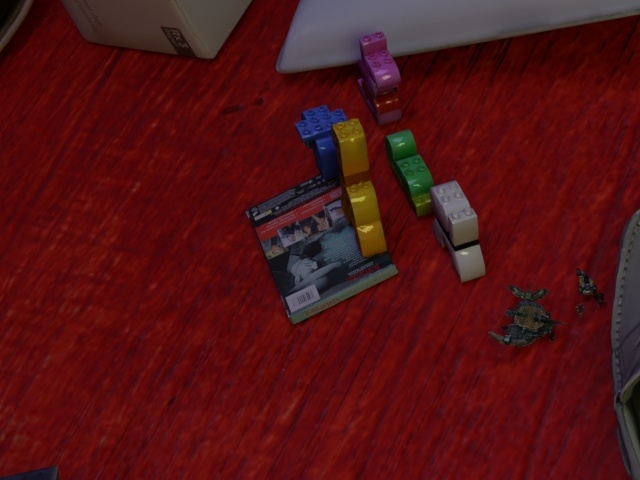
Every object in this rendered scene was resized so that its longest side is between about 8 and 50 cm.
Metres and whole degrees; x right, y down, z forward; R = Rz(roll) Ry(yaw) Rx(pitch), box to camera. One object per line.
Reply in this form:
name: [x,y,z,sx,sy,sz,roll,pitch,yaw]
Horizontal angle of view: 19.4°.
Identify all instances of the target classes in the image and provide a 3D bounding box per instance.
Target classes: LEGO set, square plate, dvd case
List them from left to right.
dvd case: [0.000,0.000,1.390,0.087,0.013,0.119,-27,45,3]
LEGO set: [0.038,-0.069,1.362,0.087,0.093,0.227,-18,46,-9]
square plate: [0.146,-0.291,1.503,0.347,0.049,0.344,-6,49,33]
LEGO set: [0.152,0.052,1.273,0.083,0.023,0.054,-12,50,-1]

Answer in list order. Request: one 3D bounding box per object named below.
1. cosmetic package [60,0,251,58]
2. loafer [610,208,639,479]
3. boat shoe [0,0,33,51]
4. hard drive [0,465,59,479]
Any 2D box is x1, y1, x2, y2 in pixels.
cosmetic package: [-0.097,-0.367,1.608,0.156,0.217,0.385,14,58,34]
loafer: [0.232,0.091,1.134,0.112,0.111,0.319,-16,48,13]
boat shoe: [-0.365,-0.132,1.601,0.110,0.121,0.341,9,56,32]
hard drive: [-0.265,0.250,1.225,0.172,0.054,0.254,-14,25,15]
